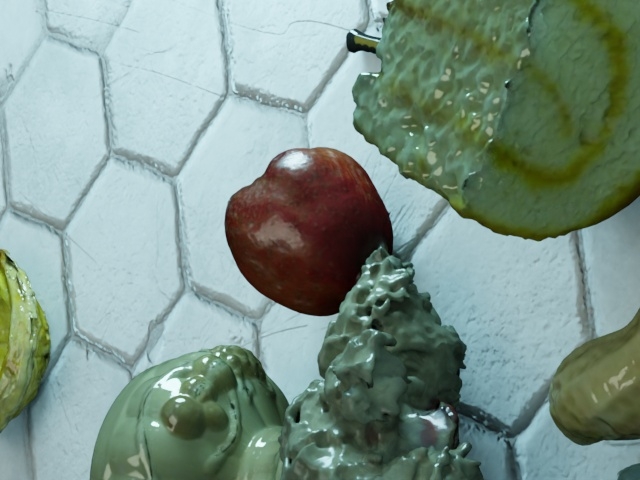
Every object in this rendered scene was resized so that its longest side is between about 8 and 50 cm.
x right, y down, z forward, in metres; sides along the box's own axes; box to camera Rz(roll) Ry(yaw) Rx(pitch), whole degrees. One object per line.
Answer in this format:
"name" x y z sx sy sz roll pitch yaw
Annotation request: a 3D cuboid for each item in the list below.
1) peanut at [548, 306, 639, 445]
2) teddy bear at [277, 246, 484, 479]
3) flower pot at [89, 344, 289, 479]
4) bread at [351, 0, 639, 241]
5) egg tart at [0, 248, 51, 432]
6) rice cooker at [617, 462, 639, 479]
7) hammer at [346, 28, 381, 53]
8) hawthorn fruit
"peanut" 0.324 0.108 1.763 0.290 0.130 0.130 -37 60 38
"teddy bear" 0.082 0.181 1.928 0.224 0.357 0.367 5 60 13
"flower pot" -0.076 0.268 2.087 0.244 0.307 0.307 -1 86 31
"bread" 0.231 -0.213 1.815 0.239 0.264 0.395 42 117 55
"egg tart" -0.453 0.149 2.654 0.279 0.095 0.279 -15 70 47
"rice cooker" 0.279 0.345 1.688 0.316 0.264 0.317 10 103 50
"hammer" 0.100 -0.210 2.119 0.201 0.021 0.078 23 103 46
"hawthorn fruit" 0.000 0.000 2.111 0.202 0.185 0.185 45 120 21
